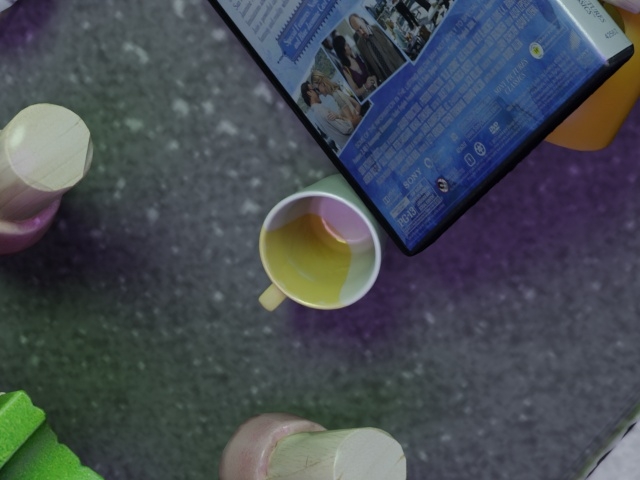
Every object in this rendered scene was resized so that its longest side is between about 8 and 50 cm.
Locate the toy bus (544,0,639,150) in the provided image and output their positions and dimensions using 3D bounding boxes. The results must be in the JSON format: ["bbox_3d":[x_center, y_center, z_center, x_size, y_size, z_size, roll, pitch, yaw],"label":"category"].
[{"bbox_3d":[0.123,-0.133,0.589,0.191,0.104,0.202,-14,127,31],"label":"toy bus"}]

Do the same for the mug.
[{"bbox_3d":[0.001,-0.004,0.716,0.078,0.064,0.062,-12,106,21],"label":"mug"}]

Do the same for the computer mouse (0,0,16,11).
[{"bbox_3d":[-0.226,-0.187,0.724,0.193,0.042,0.106,41,94,-1],"label":"computer mouse"}]

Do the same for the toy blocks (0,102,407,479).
[{"bbox_3d":[-0.179,0.134,0.714,0.288,0.309,0.260,47,155,-12],"label":"toy blocks"}]

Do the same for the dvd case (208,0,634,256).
[{"bbox_3d":[0.007,-0.131,0.620,0.253,0.022,0.180,53,146,7],"label":"dvd case"}]
